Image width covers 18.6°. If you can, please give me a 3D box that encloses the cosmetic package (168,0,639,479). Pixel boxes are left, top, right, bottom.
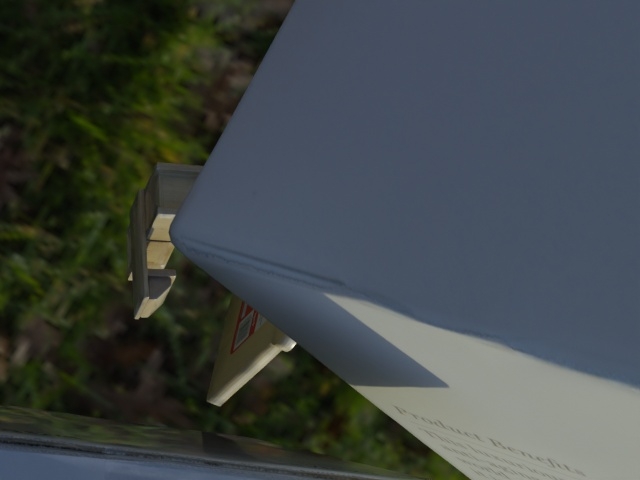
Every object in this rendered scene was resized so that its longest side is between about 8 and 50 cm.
[{"bbox_3d":[0.187,0.060,0.679,0.453,0.230,0.161,40,72,-44],"label":"cosmetic package"}]

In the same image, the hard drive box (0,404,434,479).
[{"bbox_3d":[-0.074,0.106,0.651,0.181,0.232,0.089,9,85,-21],"label":"hard drive box"}]

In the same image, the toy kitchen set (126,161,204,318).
[{"bbox_3d":[-0.066,0.008,1.098,0.075,0.068,0.083,4,153,-17],"label":"toy kitchen set"}]

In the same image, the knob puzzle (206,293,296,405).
[{"bbox_3d":[0.000,0.000,1.269,0.030,0.213,0.213,29,89,-17],"label":"knob puzzle"}]
